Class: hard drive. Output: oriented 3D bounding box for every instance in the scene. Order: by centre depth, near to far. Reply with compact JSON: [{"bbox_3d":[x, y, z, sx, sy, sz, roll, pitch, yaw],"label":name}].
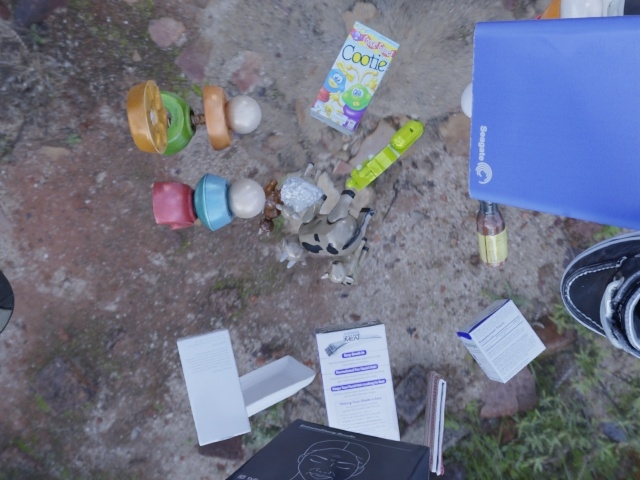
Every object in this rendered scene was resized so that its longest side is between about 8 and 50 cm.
[{"bbox_3d":[0.301,-0.120,0.631,0.319,0.040,0.210,17,118,44],"label":"hard drive"}]

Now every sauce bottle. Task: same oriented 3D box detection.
[{"bbox_3d":[0.241,-0.017,0.861,0.042,0.042,0.128,-10,133,9],"label":"sauce bottle"}]

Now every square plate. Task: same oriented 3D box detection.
[{"bbox_3d":[-0.207,0.490,1.992,0.344,0.347,0.049,-23,96,-17],"label":"square plate"}]

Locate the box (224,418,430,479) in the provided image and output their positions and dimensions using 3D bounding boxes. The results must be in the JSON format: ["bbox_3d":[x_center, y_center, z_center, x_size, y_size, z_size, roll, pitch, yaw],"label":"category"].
[{"bbox_3d":[0.002,0.504,1.072,0.294,0.395,0.211,4,97,23],"label":"box"}]

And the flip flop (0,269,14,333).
[{"bbox_3d":[-0.429,0.006,0.668,0.080,0.112,0.277,12,136,21],"label":"flip flop"}]

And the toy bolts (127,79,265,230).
[{"bbox_3d":[-0.168,-0.128,0.903,0.159,0.218,0.228,-6,90,2],"label":"toy bolts"}]

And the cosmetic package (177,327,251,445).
[{"bbox_3d":[-0.236,0.318,1.354,0.118,0.085,0.230,-12,88,-12],"label":"cosmetic package"}]

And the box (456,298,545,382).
[{"bbox_3d":[0.397,0.220,1.351,0.126,0.072,0.137,-36,92,-12],"label":"box"}]

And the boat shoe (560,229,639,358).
[{"bbox_3d":[0.274,0.053,0.483,0.102,0.301,0.108,-9,96,-15],"label":"boat shoe"}]

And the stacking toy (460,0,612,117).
[{"bbox_3d":[0.541,-0.417,1.548,0.480,0.351,0.350,-15,108,52],"label":"stacking toy"}]

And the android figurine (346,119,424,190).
[{"bbox_3d":[0.170,-0.227,1.654,0.056,0.273,0.248,49,148,-3],"label":"android figurine"}]

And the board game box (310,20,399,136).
[{"bbox_3d":[0.095,-0.461,1.772,0.142,0.144,0.275,27,93,-3],"label":"board game box"}]

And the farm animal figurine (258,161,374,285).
[{"bbox_3d":[0.000,0.000,1.409,0.330,0.327,0.172,33,68,-17],"label":"farm animal figurine"}]

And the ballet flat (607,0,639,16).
[{"bbox_3d":[0.538,-0.401,1.066,0.074,0.203,0.074,13,119,24],"label":"ballet flat"}]

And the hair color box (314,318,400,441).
[{"bbox_3d":[0.098,0.395,1.656,0.185,0.110,0.338,-8,93,-3],"label":"hair color box"}]

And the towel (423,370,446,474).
[{"bbox_3d":[0.310,0.477,1.643,0.037,0.329,0.236,4,81,6],"label":"towel"}]
